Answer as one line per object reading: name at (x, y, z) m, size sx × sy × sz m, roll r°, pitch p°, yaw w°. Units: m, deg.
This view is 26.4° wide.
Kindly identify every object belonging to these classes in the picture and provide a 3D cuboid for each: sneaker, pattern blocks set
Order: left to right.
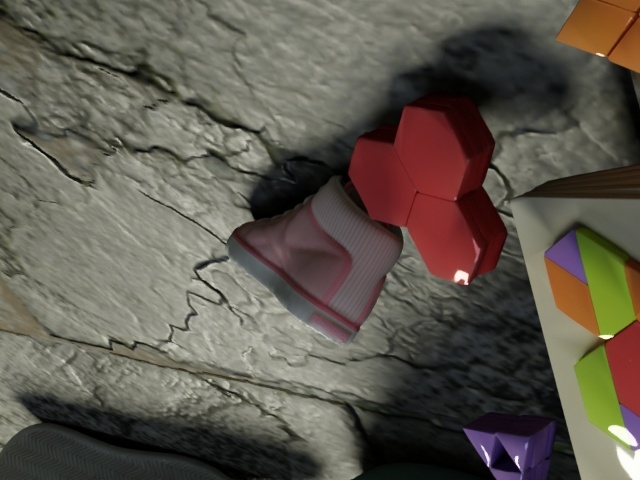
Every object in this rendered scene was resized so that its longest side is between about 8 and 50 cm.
sneaker at (-0.121, 0.251, 1.127) m, size 0.292 × 0.108 × 0.169 m, roll 18°, pitch 154°, yaw 36°
sneaker at (0.000, 0.000, 0.665) m, size 0.051 × 0.070 × 0.134 m, roll 30°, pitch -178°, yaw -24°
pattern blocks set at (0.144, 0.039, 0.469) m, size 0.325 × 0.026 × 0.285 m, roll -23°, pitch 93°, yaw 57°

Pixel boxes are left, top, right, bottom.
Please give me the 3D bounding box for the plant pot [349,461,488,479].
plant pot at (0.066, 0.287, 0.879) m, size 0.293 × 0.235 × 0.293 m, roll 20°, pitch 151°, yaw 11°
